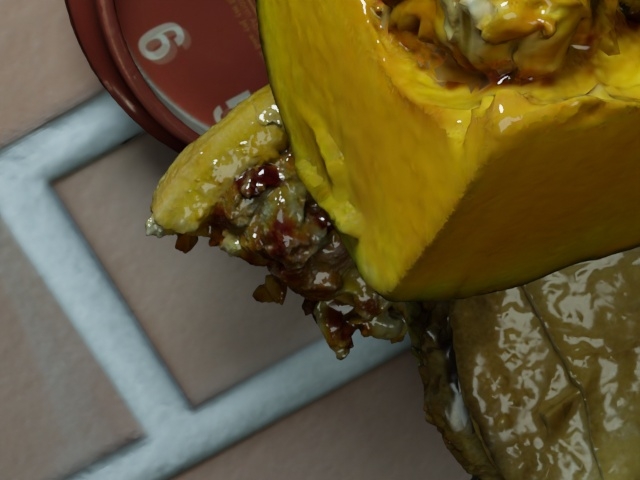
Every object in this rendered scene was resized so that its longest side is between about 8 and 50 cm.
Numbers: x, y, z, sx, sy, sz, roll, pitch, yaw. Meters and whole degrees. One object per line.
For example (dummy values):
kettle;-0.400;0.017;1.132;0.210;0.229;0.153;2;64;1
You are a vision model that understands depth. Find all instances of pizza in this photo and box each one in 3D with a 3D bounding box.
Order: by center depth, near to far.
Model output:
pizza;0.001;0.000;1.106;0.154;0.069;0.194;-38;122;3

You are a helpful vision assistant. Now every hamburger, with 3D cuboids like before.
hamburger;0.193;0.037;1.199;0.283;0.144;0.259;-9;107;-12

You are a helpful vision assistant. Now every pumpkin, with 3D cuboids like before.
pumpkin;0.105;-0.132;0.951;0.225;0.256;0.303;-12;91;-24

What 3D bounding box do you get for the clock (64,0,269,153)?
clock;0.009;-0.175;1.099;0.318;0.080;0.318;-8;120;-14
